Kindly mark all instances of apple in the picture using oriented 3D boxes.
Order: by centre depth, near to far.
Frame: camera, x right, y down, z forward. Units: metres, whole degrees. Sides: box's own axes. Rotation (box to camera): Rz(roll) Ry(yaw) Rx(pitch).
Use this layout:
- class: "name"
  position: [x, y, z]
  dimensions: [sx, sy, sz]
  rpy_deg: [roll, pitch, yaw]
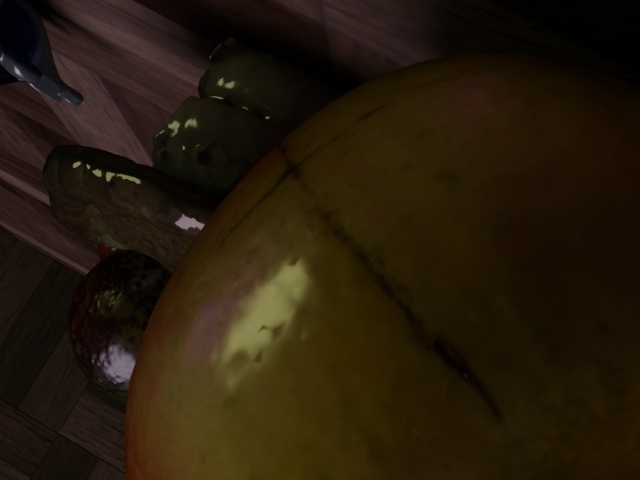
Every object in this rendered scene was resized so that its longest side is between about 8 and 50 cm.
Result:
- class: "apple"
  position: [0.060, 0.069, 0.498]
  dimensions: [0.286, 0.286, 0.233]
  rpy_deg: [34, -174, -20]

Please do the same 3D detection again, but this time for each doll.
- class: "doll"
  position: [-0.236, -0.150, 0.858]
  dimensions: [0.195, 0.070, 0.096]
  rpy_deg: [39, -176, -8]

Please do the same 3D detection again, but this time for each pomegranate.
- class: "pomegranate"
  position: [-0.175, 0.052, 1.373]
  dimensions: [0.248, 0.214, 0.214]
  rpy_deg: [63, 176, 12]

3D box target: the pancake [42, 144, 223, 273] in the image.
- class: "pancake"
  position: [-0.033, 0.037, 0.747]
  dimensions: [0.286, 0.033, 0.288]
  rpy_deg: [23, 164, 15]

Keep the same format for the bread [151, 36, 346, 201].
- class: "bread"
  position: [0.001, -0.006, 0.808]
  dimensions: [0.183, 0.102, 0.337]
  rpy_deg: [25, 167, 5]

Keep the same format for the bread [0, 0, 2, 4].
- class: "bread"
  position: [-0.228, -0.174, 0.748]
  dimensions: [0.082, 0.056, 0.115]
  rpy_deg: [28, 175, 32]
